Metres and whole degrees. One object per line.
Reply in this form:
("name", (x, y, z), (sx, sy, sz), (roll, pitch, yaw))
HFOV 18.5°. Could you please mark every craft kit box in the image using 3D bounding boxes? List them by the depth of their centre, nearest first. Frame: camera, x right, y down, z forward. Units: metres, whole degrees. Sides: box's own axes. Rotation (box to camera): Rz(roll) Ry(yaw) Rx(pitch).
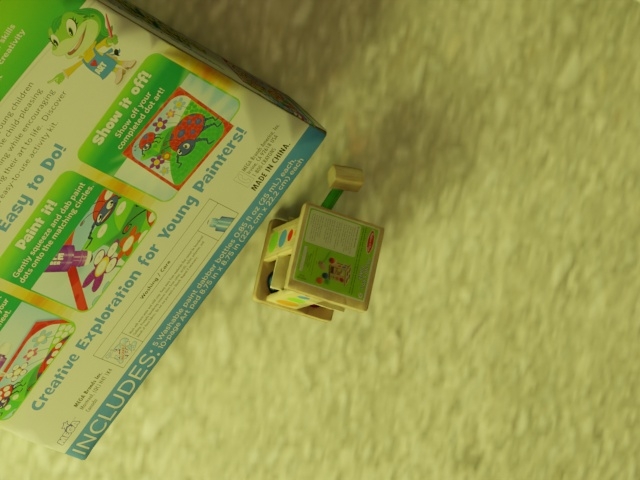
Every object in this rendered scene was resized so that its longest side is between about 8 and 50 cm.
("craft kit box", (-0.157, -0.017, 1.077), (0.246, 0.061, 0.250), (28, 103, -47))

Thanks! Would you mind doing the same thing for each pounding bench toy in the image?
("pounding bench toy", (0.000, 0.000, 1.168), (0.052, 0.065, 0.083), (18, 75, -20))

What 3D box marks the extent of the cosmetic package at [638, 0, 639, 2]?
("cosmetic package", (0.327, -0.222, 1.063), (0.377, 0.097, 0.284), (11, 113, -44))
